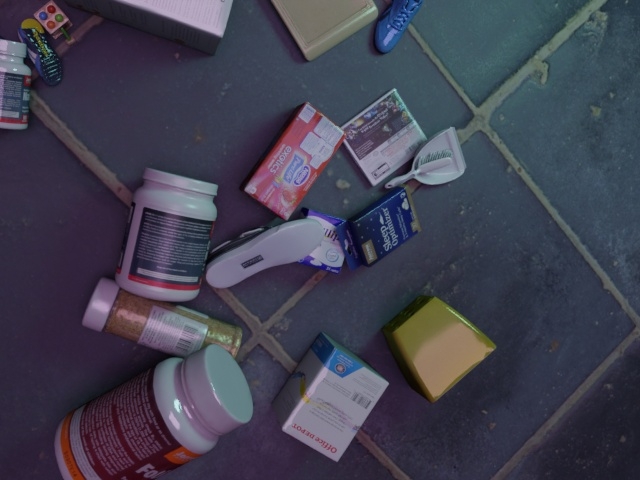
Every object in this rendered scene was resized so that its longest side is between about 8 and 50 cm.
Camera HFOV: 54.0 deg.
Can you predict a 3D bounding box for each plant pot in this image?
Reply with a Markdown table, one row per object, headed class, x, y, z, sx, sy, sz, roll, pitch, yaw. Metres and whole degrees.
| class | x | y | z | sx | sy | sz | roll | pitch | yaw |
| --- | --- | --- | --- | --- | --- | --- | --- | --- | --- |
| plant pot | 0.278 | 0.257 | 1.604 | 0.212 | 0.212 | 0.187 | -40 | 91 | -6 |

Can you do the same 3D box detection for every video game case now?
| class | x | y | z | sx | sy | sz | roll | pitch | yaw |
| --- | --- | --- | --- | --- | --- | --- | --- | --- | --- |
| video game case | 0.159 | -0.262 | 1.600 | 0.190 | 0.022 | 0.173 | -37 | 104 | -6 |

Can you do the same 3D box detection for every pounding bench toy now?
| class | x | y | z | sx | sy | sz | roll | pitch | yaw |
| --- | --- | --- | --- | --- | --- | --- | --- | --- | --- |
| pounding bench toy | -0.574 | -0.471 | 1.376 | 0.052 | 0.065 | 0.083 | -42 | 104 | -6 |

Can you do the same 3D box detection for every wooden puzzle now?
| class | x | y | z | sx | sy | sz | roll | pitch | yaw |
| --- | --- | --- | --- | --- | --- | --- | --- | --- | --- |
| wooden puzzle | -0.004 | -0.590 | 1.516 | 0.221 | 0.044 | 0.239 | -35 | 107 | -8 |

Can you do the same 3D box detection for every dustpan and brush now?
| class | x | y | z | sx | sy | sz | roll | pitch | yaw |
| --- | --- | --- | --- | --- | --- | --- | --- | --- | --- |
| dustpan and brush | 0.261 | -0.186 | 1.604 | 0.211 | 0.060 | 0.147 | -19 | 129 | 13 |

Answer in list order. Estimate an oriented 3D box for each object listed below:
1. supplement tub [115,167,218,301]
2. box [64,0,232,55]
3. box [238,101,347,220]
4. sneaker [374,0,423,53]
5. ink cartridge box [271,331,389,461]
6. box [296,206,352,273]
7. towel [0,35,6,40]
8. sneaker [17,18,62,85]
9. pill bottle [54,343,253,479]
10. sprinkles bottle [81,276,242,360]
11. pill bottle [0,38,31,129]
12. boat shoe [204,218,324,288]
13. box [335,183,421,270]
| class | x | y | z | sx | sy | sz | roll | pitch | yaw |
| --- | --- | --- | --- | --- | --- | --- | --- | --- | --- |
| supplement tub | -0.343 | -0.012 | 1.420 | 0.191 | 0.191 | 0.272 | 13 | 94 | -15 |
| box | -0.362 | -0.548 | 1.342 | 0.345 | 0.215 | 0.168 | 15 | 92 | -15 |
| box | -0.068 | -0.188 | 1.501 | 0.128 | 0.122 | 0.257 | 35 | 88 | -14 |
| sneaker | 0.199 | -0.561 | 1.545 | 0.069 | 0.082 | 0.209 | 29 | 90 | -17 |
| ink cartridge box | 0.018 | 0.384 | 1.564 | 0.171 | 0.168 | 0.233 | 36 | 87 | -14 |
| box | 0.000 | 0.000 | 1.565 | 0.126 | 0.072 | 0.137 | 16 | 92 | -15 |
| towel | -0.729 | -0.396 | 1.366 | 0.067 | 0.029 | 0.119 | 38 | 87 | -15 |
| sneaker | -0.618 | -0.412 | 1.383 | 0.053 | 0.059 | 0.144 | -37 | 122 | -39 |
| pill bottle | -0.362 | 0.401 | 1.394 | 0.392 | 0.224 | 0.224 | -29 | 103 | 10 |
| sprinkles bottle | -0.366 | 0.202 | 1.475 | 0.355 | 0.121 | 0.121 | 23 | 91 | -15 |
| pill bottle | -0.674 | -0.333 | 1.335 | 0.107 | 0.108 | 0.180 | 7 | 103 | -14 |
| boat shoe | -0.138 | 0.011 | 1.500 | 0.301 | 0.102 | 0.108 | -26 | 130 | 7 |
| box | 0.149 | -0.028 | 1.572 | 0.225 | 0.036 | 0.137 | -33 | 119 | -22 |
